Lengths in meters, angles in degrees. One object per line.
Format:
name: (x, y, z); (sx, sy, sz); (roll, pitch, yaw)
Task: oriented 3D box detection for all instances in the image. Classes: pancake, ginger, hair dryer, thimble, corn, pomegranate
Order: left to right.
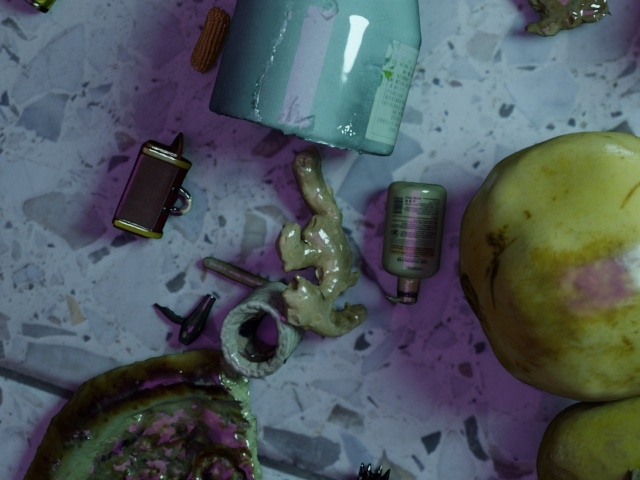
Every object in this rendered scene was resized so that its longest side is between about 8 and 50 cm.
pancake: (-0.263, 0.333, 1.542); (0.426, 0.067, 0.305); (-24, 90, 10)
hair dryer: (-0.196, 0.098, 1.537); (0.083, 0.031, 0.079); (29, 87, 16)
corn: (-0.151, -0.275, 1.500); (0.037, 0.037, 0.092); (27, 97, 8)
thimble: (-0.076, 0.121, 1.473); (0.102, 0.090, 0.115); (41, 113, 3)
ginger: (-0.009, 0.004, 1.435); (0.065, 0.149, 0.259); (-7, 94, 37)
ginger: (0.275, -0.403, 1.385); (0.122, 0.084, 0.290); (-21, 89, 18)
pomegranate: (0.327, 0.029, 1.305); (0.332, 0.332, 0.333); (1, 93, 11)

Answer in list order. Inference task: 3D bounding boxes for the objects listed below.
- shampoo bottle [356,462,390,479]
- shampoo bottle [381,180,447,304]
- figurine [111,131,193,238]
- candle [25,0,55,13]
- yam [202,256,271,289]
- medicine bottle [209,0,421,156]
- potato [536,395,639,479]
shampoo bottle: (0.055, 0.395, 1.491); (0.087, 0.050, 0.183); (14, 96, 12)
shampoo bottle: (0.122, 0.004, 1.441); (0.079, 0.079, 0.162); (5, 95, 11)
figurine: (-0.218, -0.076, 1.508); (0.098, 0.082, 0.154); (25, 97, -5)
candle: (-0.367, -0.383, 1.528); (0.052, 0.052, 0.131); (41, 99, 6)
yam: (-0.111, 0.049, 1.518); (0.116, 0.021, 0.021); (22, 97, 8)
medicine bottle: (0.009, -0.271, 1.362); (0.244, 0.245, 0.290); (16, 97, 10)
potato: (0.463, 0.314, 1.347); (0.296, 0.397, 0.290); (1, 71, 52)
